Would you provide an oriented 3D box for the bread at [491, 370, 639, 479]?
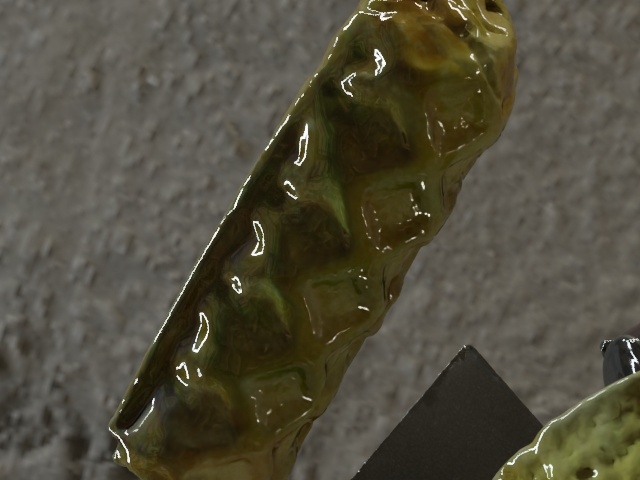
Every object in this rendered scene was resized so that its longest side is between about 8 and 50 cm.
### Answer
[{"bbox_3d":[0.124,0.070,0.381,0.187,0.149,0.065,-39,31,32],"label":"bread"}]

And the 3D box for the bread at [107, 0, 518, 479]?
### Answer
[{"bbox_3d":[0.000,0.000,0.792,0.087,0.098,0.269,32,106,1],"label":"bread"}]

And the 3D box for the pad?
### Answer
[{"bbox_3d":[0.082,0.185,1.142,0.211,0.143,0.003,-45,9,-30],"label":"pad"}]

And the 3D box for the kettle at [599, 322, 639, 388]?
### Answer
[{"bbox_3d":[0.393,0.127,1.664,0.202,0.232,0.144,48,147,47],"label":"kettle"}]
